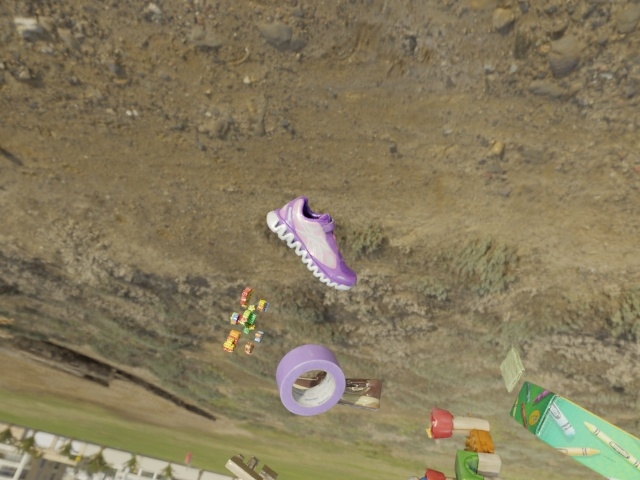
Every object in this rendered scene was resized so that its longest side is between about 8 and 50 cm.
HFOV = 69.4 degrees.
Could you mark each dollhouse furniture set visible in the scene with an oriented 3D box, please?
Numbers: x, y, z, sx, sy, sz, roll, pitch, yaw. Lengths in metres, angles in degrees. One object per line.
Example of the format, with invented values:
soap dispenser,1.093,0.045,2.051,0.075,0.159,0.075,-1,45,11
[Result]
dollhouse furniture set,-0.236,0.755,1.427,0.144,0.123,0.151,31,173,13

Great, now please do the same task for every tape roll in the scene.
tape roll,-0.029,0.398,1.320,0.189,0.080,0.189,-5,113,-13

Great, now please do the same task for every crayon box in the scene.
crayon box,0.495,0.361,0.805,0.278,0.081,0.165,29,176,11

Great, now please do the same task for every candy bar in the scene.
candy bar,0.429,0.614,1.535,0.161,0.040,0.018,-20,110,-2

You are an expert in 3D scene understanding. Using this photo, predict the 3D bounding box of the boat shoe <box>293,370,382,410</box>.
boat shoe,0.047,0.495,1.599,0.342,0.123,0.123,3,155,26

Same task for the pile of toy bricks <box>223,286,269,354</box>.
pile of toy bricks,-0.235,0.257,1.482,0.118,0.212,0.105,18,157,10

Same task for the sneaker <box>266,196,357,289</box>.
sneaker,0.000,0.000,0.970,0.236,0.095,0.104,46,105,-1

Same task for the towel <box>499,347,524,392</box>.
towel,0.689,0.463,1.666,0.027,0.148,0.110,21,116,2

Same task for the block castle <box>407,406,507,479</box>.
block castle,0.334,0.674,1.161,0.212,0.453,0.303,3,106,7
